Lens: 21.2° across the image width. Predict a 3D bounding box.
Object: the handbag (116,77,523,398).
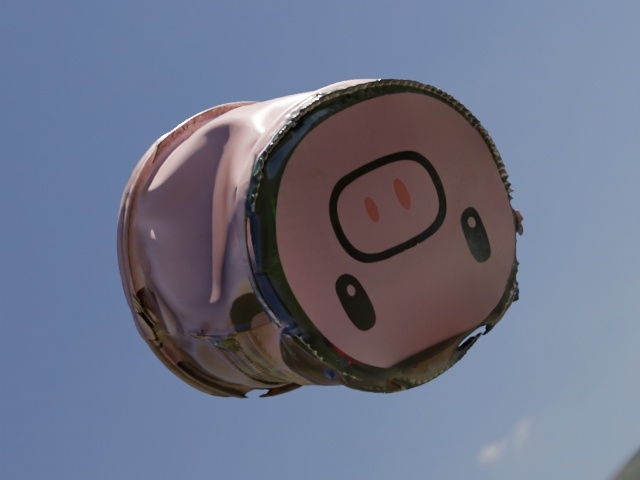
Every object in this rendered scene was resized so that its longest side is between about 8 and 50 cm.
[{"bbox_3d":[0.001,-0.001,0.949,0.205,0.179,0.116,-27,8,-41],"label":"handbag"}]
